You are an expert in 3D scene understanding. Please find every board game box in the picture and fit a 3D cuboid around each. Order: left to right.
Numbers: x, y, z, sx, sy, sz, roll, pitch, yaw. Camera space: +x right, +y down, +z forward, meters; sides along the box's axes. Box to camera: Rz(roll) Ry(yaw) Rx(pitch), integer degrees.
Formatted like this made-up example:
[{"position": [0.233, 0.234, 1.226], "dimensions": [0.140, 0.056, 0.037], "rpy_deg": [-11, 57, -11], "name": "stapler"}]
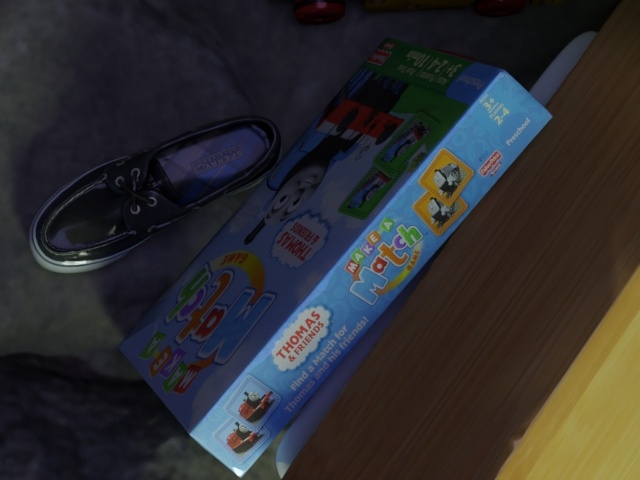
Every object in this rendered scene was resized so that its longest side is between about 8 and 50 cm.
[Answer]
[{"position": [0.000, 0.000, 0.938], "dimensions": [0.039, 0.160, 0.211], "rpy_deg": [41, 87, -20], "name": "board game box"}]

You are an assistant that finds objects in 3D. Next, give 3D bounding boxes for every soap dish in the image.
[{"position": [0.134, 0.068, 0.934], "dimensions": [0.291, 0.118, 0.229], "rpy_deg": [-54, 132, -15], "name": "soap dish"}]

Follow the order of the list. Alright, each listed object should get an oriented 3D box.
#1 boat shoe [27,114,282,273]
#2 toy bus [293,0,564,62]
[{"position": [-0.084, -0.029, 1.010], "dimensions": [0.142, 0.040, 0.049], "rpy_deg": [-27, 84, -13], "name": "boat shoe"}, {"position": [0.046, -0.175, 1.025], "dimensions": [0.191, 0.104, 0.202], "rpy_deg": [40, 76, 1], "name": "toy bus"}]
